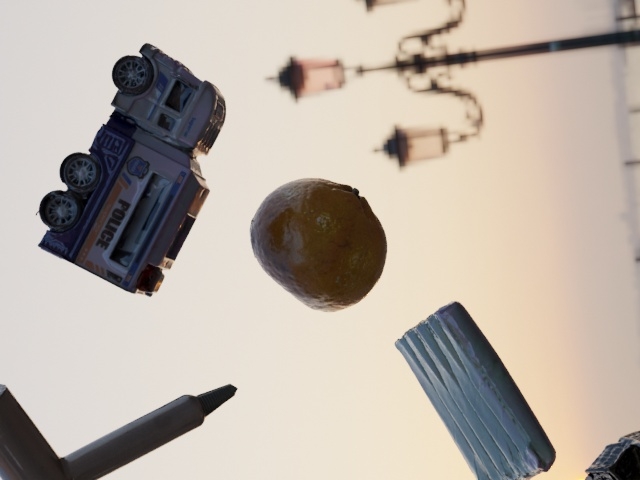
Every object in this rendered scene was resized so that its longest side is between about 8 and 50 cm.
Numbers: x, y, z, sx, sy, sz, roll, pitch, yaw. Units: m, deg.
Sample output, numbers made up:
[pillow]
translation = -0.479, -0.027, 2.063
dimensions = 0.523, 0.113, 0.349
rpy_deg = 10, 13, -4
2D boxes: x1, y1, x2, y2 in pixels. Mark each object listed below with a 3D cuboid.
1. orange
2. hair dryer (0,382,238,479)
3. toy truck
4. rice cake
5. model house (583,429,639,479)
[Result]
[orange]
translation = -0.001, 0.003, 1.844
dimensions = 0.177, 0.155, 0.177
rpy_deg = 52, 175, 7
[hair dryer]
translation = -0.183, 0.166, 1.325
dimensions = 0.195, 0.220, 0.053
rpy_deg = 57, 163, -18
[toy truck]
translation = -0.204, -0.080, 1.713
dimensions = 0.268, 0.155, 0.124
rpy_deg = -62, -8, 0
[rice cake]
translation = 0.158, 0.164, 1.517
dimensions = 0.198, 0.037, 0.189
rpy_deg = 57, 159, 7
[model house]
translation = 0.452, 0.317, 2.042
dimensions = 0.152, 0.165, 0.106
rpy_deg = 88, 161, -60
